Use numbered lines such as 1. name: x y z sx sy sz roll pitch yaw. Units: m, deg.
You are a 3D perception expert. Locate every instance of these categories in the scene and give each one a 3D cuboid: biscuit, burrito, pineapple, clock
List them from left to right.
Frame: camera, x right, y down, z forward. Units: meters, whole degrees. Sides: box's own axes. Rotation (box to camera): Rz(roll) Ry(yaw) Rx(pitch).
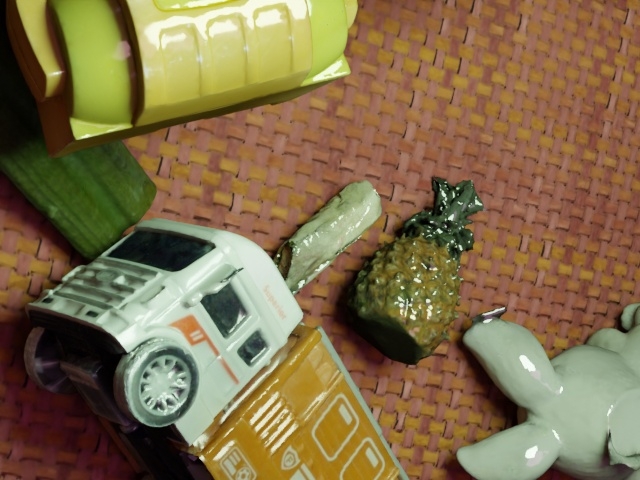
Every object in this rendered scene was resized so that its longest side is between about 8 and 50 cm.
1. biscuit: -0.230 -0.104 1.150 0.099 0.038 0.322 -48 138 -14
2. clock: -0.129 -0.237 1.060 0.244 0.200 0.317 -17 86 -24
3. burrito: 0.000 0.000 1.366 0.149 0.041 0.055 -42 128 -22
4. pineapple: 0.103 0.021 1.405 0.108 0.108 0.197 49 57 -26

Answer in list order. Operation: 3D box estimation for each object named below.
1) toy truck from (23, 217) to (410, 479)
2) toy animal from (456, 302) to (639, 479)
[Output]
1. toy truck: -0.069 0.156 1.253 0.207 0.173 0.387 -45 123 -26
2. toy animal: 0.297 0.156 1.505 0.325 0.154 0.208 5 86 -28
